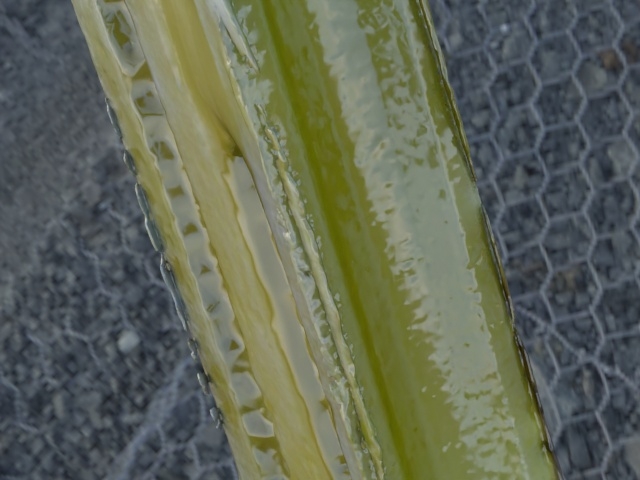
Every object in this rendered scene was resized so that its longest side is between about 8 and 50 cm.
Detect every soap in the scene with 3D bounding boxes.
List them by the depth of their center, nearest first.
[{"bbox_3d":[-0.001,0.001,0.486,0.076,0.233,0.135,-25,22,-22],"label":"soap"}]
